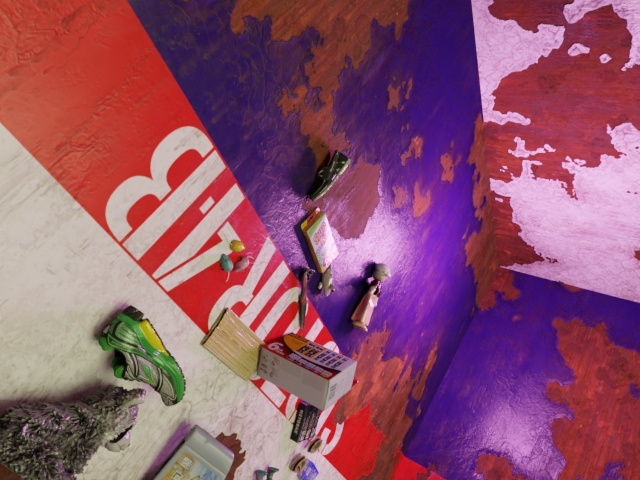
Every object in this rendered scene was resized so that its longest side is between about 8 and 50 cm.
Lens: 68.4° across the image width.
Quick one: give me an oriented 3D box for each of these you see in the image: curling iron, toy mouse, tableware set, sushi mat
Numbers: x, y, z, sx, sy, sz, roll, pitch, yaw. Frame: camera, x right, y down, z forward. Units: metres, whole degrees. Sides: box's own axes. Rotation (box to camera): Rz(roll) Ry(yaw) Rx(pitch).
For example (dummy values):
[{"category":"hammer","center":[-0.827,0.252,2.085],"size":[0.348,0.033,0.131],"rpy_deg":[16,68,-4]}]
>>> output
[{"category":"curling iron","center":[-0.059,0.235,1.915],"size":[0.068,0.035,0.273],"rpy_deg":[-13,113,-50]},{"category":"toy mouse","center":[-0.280,0.073,1.558],"size":[0.161,0.031,0.143],"rpy_deg":[28,80,-54]},{"category":"tableware set","center":[-0.056,0.996,2.177],"size":[0.194,0.039,0.128],"rpy_deg":[-47,144,-16]},{"category":"sushi mat","center":[-0.294,0.374,1.669],"size":[0.151,0.019,0.316],"rpy_deg":[-57,142,-23]}]

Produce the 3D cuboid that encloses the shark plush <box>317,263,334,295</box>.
[{"category":"shark plush","center":[0.026,0.155,2.013],"size":[0.067,0.073,0.161],"rpy_deg":[24,62,-73]}]

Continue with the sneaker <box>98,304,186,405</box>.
[{"category":"sneaker","center":[-0.497,0.345,1.315],"size":[0.146,0.134,0.343],"rpy_deg":[-40,124,-29]}]

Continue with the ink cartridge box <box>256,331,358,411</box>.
[{"category":"ink cartridge box","center":[-0.034,0.476,1.798],"size":[0.272,0.310,0.129],"rpy_deg":[-12,116,-58]}]

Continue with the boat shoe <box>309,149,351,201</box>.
[{"category":"boat shoe","center":[0.022,-0.248,1.820],"size":[0.079,0.084,0.233],"rpy_deg":[39,75,-12]}]

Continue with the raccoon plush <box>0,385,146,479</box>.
[{"category":"raccoon plush","center":[-0.614,0.391,1.107],"size":[0.299,0.216,0.446],"rpy_deg":[-54,141,-37]}]

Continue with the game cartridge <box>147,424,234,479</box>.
[{"category":"game cartridge","center":[-0.427,0.769,1.508],"size":[0.198,0.062,0.297],"rpy_deg":[44,74,-11]}]

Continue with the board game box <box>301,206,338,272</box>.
[{"category":"board game box","center":[0.000,0.000,1.908],"size":[0.124,0.039,0.259],"rpy_deg":[-49,135,-31]}]

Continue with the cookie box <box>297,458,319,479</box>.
[{"category":"cookie box","center":[-0.059,1.118,2.260],"size":[0.092,0.040,0.107],"rpy_deg":[-46,137,-32]}]

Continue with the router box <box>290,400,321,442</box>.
[{"category":"router box","center":[-0.059,0.810,2.133],"size":[0.133,0.046,0.178],"rpy_deg":[12,94,-55]}]

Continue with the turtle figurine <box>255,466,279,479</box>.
[{"category":"turtle figurine","center":[-0.234,1.070,1.944],"size":[0.175,0.118,0.234],"rpy_deg":[30,63,-68]}]

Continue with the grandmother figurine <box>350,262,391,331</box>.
[{"category":"grandmother figurine","center":[0.250,0.266,2.301],"size":[0.208,0.104,0.342],"rpy_deg":[84,29,-72]}]
